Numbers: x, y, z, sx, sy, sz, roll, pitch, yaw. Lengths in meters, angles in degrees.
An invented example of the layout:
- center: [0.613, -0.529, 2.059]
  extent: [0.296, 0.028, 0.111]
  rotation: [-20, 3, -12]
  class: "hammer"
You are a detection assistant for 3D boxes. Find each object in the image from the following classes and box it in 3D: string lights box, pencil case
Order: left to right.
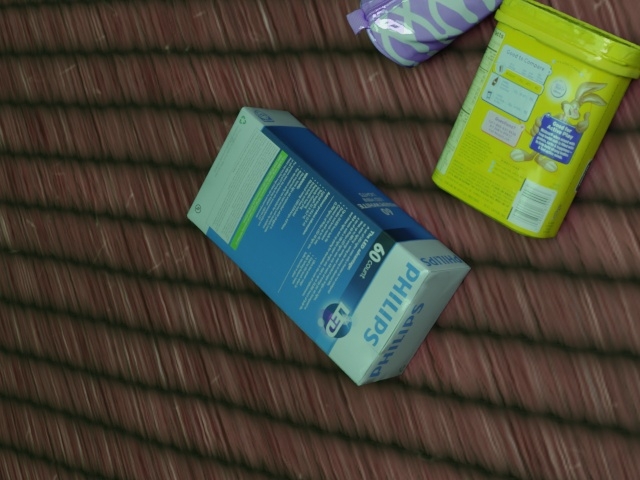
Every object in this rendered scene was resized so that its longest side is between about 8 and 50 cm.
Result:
- center: [0.000, 0.000, 1.008]
  extent: [0.259, 0.076, 0.133]
  rotation: [43, 116, 27]
  class: "string lights box"
- center: [0.125, -0.233, 0.902]
  extent: [0.206, 0.088, 0.086]
  rotation: [-39, 68, 32]
  class: "pencil case"

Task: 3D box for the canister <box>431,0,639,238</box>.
- center: [0.176, -0.102, 0.879]
  extent: [0.126, 0.073, 0.170]
  rotation: [34, 112, 31]
  class: "canister"
